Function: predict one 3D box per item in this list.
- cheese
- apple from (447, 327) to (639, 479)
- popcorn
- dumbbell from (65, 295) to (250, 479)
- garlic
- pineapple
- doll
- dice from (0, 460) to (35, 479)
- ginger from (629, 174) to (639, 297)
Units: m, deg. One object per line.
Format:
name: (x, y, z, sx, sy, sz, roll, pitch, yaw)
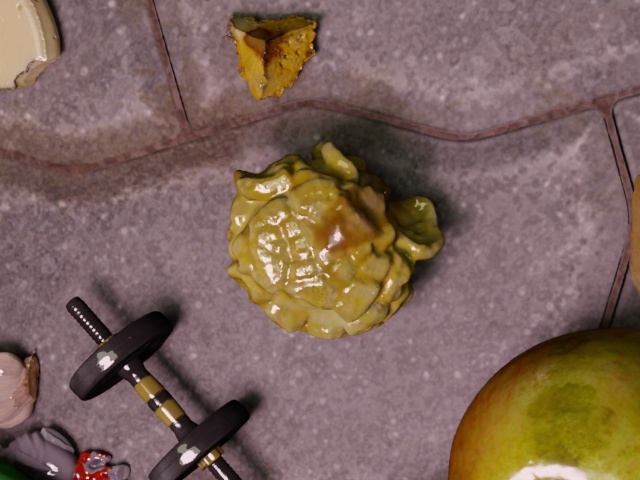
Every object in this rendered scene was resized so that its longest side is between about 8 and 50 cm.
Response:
cheese: (-0.383, -0.309, 1.786, 0.127, 0.050, 0.255, 0, 98, 19)
apple: (0.301, 0.259, 1.510, 0.340, 0.339, 0.339, 3, 99, 18)
popcorn: (0.010, -0.006, 1.631, 0.217, 0.181, 0.235, -33, 92, 18)
dumbbell: (-0.192, 0.192, 1.746, 0.143, 0.143, 0.325, -44, 83, 19)
garlic: (-0.410, 0.191, 1.856, 0.094, 0.074, 0.113, 0, 113, 9)
pineapple: (-0.073, -0.228, 1.687, 0.114, 0.077, 0.114, 35, 103, 25)
doll: (-0.332, 0.289, 1.847, 0.180, 0.079, 0.094, 13, 86, 3)
dice: (-0.470, 0.451, 1.740, 0.297, 0.300, 0.287, 2, 129, -7)
ginger: (0.399, 0.029, 1.547, 0.115, 0.122, 0.193, -6, 102, -1)
